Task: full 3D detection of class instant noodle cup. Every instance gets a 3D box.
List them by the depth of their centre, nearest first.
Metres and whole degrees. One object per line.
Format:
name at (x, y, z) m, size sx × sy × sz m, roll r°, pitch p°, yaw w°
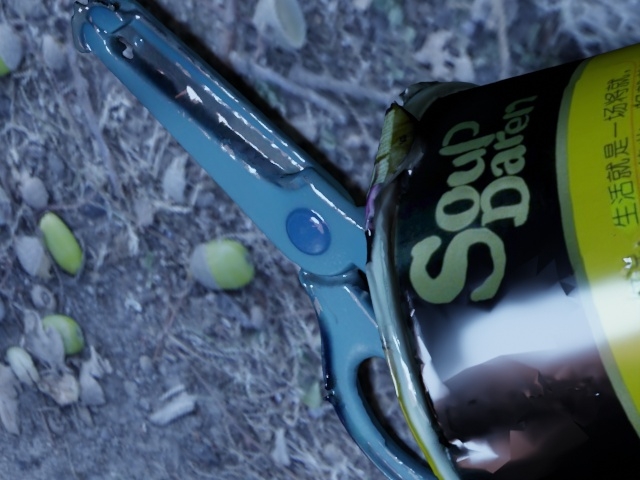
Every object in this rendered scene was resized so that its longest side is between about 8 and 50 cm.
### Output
instant noodle cup at (0.166, 0.001, 0.385) m, size 0.236 × 0.215 × 0.215 m, roll -20°, pitch 100°, yaw 36°

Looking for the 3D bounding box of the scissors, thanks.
scissors at (0.000, 0.000, 0.600) m, size 0.393 × 0.032 × 0.180 m, roll 45°, pitch 128°, yaw 5°
